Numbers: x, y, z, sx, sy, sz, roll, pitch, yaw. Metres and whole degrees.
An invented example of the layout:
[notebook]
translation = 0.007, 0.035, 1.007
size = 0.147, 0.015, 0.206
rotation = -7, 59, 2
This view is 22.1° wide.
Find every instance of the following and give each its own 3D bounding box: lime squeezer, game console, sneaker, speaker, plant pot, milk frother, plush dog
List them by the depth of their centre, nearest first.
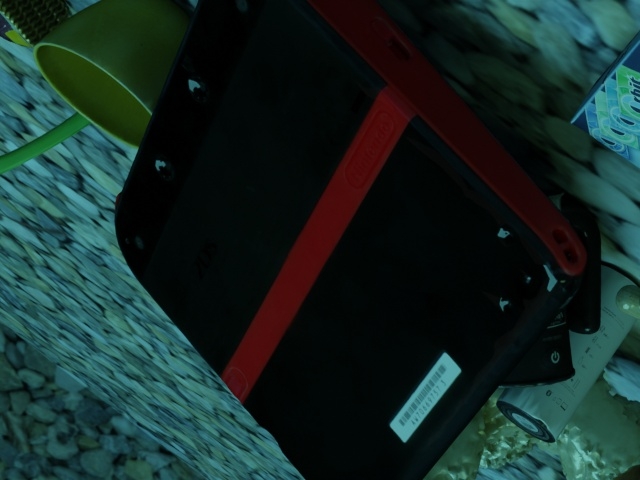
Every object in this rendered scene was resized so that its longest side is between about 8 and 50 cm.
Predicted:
[game console]
translation = 0.000, 0.000, 1.187
size = 0.342, 0.060, 0.386
rotation = 47, 142, 15
[milk frother]
translation = 0.125, 0.031, 1.209
size = 0.143, 0.135, 0.129
rotation = 0, -173, 36
[speaker]
translation = 0.194, 0.085, 1.260
size = 0.055, 0.136, 0.055
rotation = 34, 166, 9
[plant pot]
translation = -0.153, -0.151, 1.345
size = 0.134, 0.095, 0.134
rotation = 32, 162, 12
[plush dog]
translation = 0.136, 0.127, 1.403
size = 0.262, 0.211, 0.225
rotation = -6, 169, -12
[lime squeezer]
translation = -0.127, -0.099, 1.427
size = 0.310, 0.110, 0.059
rotation = 5, 164, -7
[sneaker]
translation = -0.298, -0.234, 1.435
size = 0.084, 0.070, 0.185
rotation = 17, 154, 32

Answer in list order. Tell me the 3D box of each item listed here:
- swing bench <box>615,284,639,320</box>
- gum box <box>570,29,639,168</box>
[swing bench]
translation = 0.346, 0.105, 0.963
size = 0.254, 0.165, 0.253
rotation = 6, 171, -23
[gum box]
translation = 0.252, -0.058, 0.953
size = 0.184, 0.041, 0.157
rotation = 35, 162, 2
